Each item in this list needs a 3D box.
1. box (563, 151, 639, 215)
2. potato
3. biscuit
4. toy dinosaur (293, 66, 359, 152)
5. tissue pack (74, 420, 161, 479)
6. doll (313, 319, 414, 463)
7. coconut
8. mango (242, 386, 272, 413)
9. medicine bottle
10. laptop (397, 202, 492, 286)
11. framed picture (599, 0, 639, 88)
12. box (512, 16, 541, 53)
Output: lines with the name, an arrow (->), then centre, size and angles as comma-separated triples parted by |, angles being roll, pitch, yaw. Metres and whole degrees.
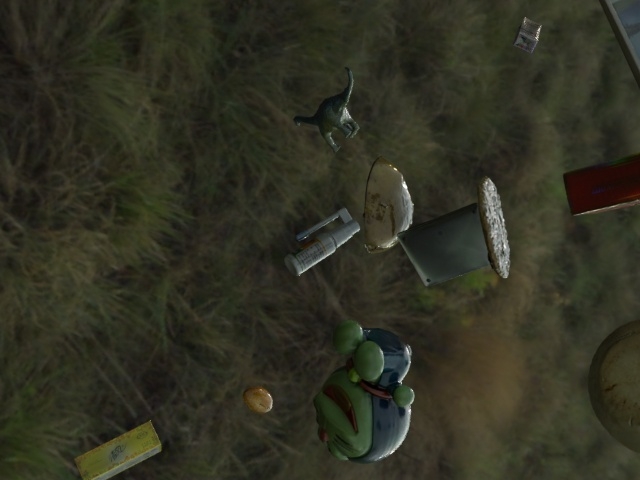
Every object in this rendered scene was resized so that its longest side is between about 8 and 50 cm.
box -> 0.616, -0.116, 1.508 | 0.313, 0.197, 0.089 | -8, 86, -48
potato -> 0.205, -0.092, 2.353 | 0.239, 0.115, 0.299 | -45, 138, -52
biscuit -> 0.365, -0.027, 1.686 | 0.220, 0.033, 0.220 | -11, 90, -69
toy dinosaur -> 0.035, -0.320, 2.084 | 0.076, 0.363, 0.147 | -44, 96, -24
tissue pack -> -0.438, 0.465, 1.744 | 0.175, 0.062, 0.095 | -24, 163, -19
doll -> 0.095, 0.314, 1.600 | 0.186, 0.198, 0.322 | -4, 126, -32
coconut -> 0.724, 0.307, 1.662 | 0.323, 0.322, 0.323 | -28, 126, -46
mango -> -0.147, 0.369, 1.861 | 0.060, 0.046, 0.089 | -47, 131, 6
medicine bottle -> 0.000, 0.000, 2.099 | 0.220, 0.061, 0.092 | -32, 88, -22
laptop -> 0.366, 0.017, 2.250 | 0.188, 0.269, 0.015 | 59, 32, -14
framed picture -> 0.358, -0.227, 0.834 | 0.149, 0.011, 0.109 | -25, 88, -28
box -> 0.481, -0.477, 1.864 | 0.036, 0.050, 0.117 | -64, 176, 37
